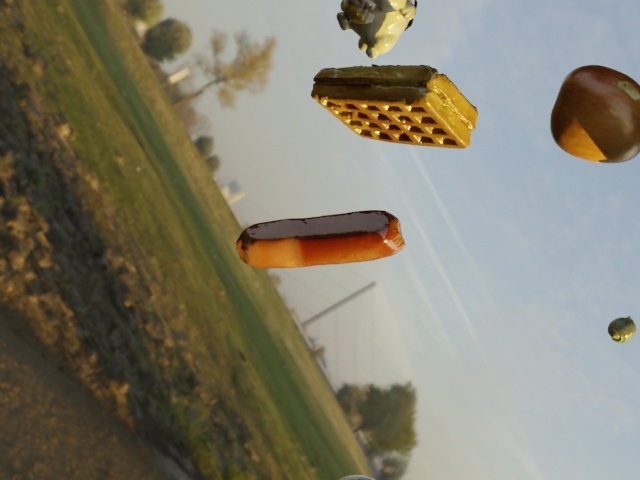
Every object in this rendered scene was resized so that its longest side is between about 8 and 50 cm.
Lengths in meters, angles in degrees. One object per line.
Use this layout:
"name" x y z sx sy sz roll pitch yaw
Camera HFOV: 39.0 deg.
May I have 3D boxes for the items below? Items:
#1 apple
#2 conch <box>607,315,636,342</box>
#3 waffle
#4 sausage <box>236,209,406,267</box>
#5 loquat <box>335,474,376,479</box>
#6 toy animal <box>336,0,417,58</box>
"apple" 0.714 -0.315 2.288 0.241 0.242 0.242 23 -19 19
"conch" 0.805 0.237 2.387 0.076 0.085 0.056 61 -5 -13
"waffle" 0.159 -0.293 1.972 0.327 0.098 0.224 9 -18 40
"sausage" 0.000 0.000 1.596 0.089 0.300 0.083 74 15 -53
"loquat" 0.081 0.690 2.135 0.263 0.263 0.263 60 -5 8
"toy animal" 0.125 -0.572 2.054 0.208 0.154 0.325 30 -38 43
